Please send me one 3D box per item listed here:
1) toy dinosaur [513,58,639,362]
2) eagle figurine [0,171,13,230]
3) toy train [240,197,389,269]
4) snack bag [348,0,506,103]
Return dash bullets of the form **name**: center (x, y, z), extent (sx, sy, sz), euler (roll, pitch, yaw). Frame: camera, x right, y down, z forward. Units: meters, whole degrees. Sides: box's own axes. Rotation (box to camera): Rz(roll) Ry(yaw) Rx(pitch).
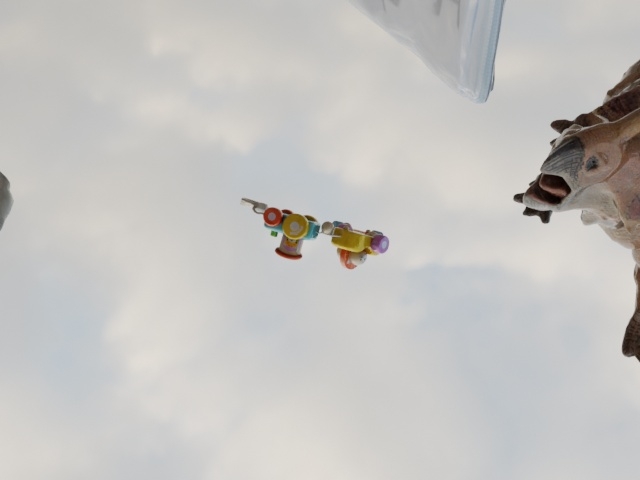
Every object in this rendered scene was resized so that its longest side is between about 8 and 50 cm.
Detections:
- **toy dinosaur**: center (0.211, -0.069, 0.687), extent (0.127, 0.200, 0.295), euler (32, -125, 5)
- **eagle figurine**: center (-0.303, 0.004, 0.484), extent (0.298, 0.225, 0.226), euler (-41, -173, 19)
- **toy train**: center (0.000, 0.000, 1.217), extent (0.166, 0.046, 0.125), euler (13, -177, -26)
- **snack bag**: center (-0.014, -0.256, 0.526), extent (0.037, 0.323, 0.342), euler (-23, -130, -27)
